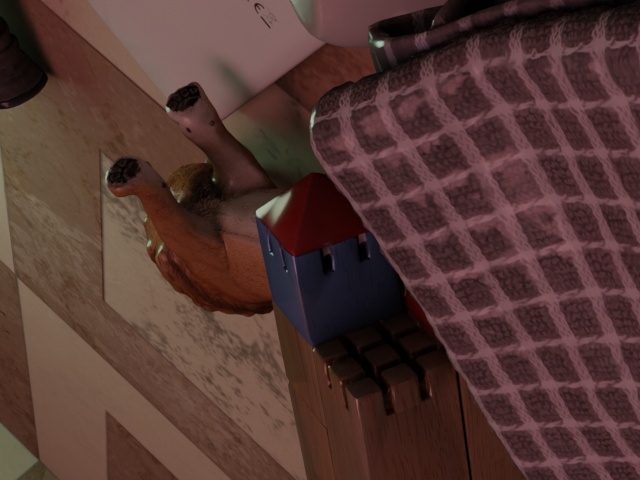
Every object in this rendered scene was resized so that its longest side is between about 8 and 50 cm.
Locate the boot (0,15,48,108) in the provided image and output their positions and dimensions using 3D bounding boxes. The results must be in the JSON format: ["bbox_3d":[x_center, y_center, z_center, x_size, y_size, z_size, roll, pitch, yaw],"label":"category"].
[{"bbox_3d":[-0.423,-0.250,1.514,0.338,0.118,0.222,31,152,30],"label":"boot"}]

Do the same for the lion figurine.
[{"bbox_3d":[0.000,0.000,1.173,0.392,0.142,0.240,18,156,39],"label":"lion figurine"}]

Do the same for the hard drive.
[{"bbox_3d":[-0.088,-0.200,1.139,0.203,0.040,0.307,51,155,-7],"label":"hard drive"}]

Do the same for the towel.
[{"bbox_3d":[0.145,0.023,0.508,0.235,0.121,0.283,0,127,57],"label":"towel"}]

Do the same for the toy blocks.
[{"bbox_3d":[0.126,0.012,0.746,0.191,0.381,0.261,-133,27,-55],"label":"toy blocks"}]

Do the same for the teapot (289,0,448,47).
[{"bbox_3d":[0.053,-0.224,0.723,0.256,0.187,0.252,86,166,-77],"label":"teapot"}]
